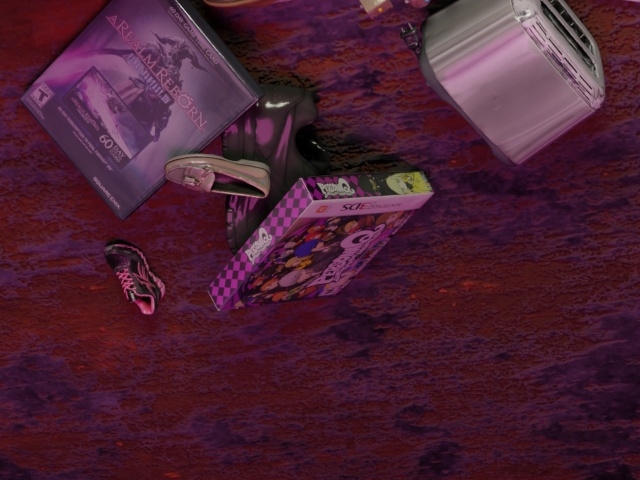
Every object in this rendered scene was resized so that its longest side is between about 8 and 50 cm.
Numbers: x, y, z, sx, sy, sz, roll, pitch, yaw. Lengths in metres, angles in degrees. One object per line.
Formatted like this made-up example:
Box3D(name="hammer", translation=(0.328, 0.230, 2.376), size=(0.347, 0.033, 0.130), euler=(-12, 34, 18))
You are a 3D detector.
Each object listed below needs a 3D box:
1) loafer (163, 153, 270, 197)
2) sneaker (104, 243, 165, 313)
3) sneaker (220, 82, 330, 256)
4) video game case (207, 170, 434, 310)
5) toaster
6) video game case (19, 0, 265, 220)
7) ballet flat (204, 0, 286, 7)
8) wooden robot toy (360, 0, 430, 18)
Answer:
Box3D(name="loafer", translation=(-0.119, -0.073, 1.644), size=(0.125, 0.039, 0.045), euler=(3, 143, -12))
Box3D(name="sneaker", translation=(-0.254, 0.055, 1.923), size=(0.047, 0.057, 0.119), euler=(-18, 129, 27))
Box3D(name="sneaker", translation=(-0.054, -0.072, 1.735), size=(0.130, 0.109, 0.286), euler=(2, 137, 1))
Box3D(name="video game case", translation=(0.000, 0.000, 1.762), size=(0.210, 0.041, 0.232), euler=(-5, 147, -43))
Box3D(name="toaster", translation=(0.210, -0.198, 1.554), size=(0.146, 0.129, 0.227), euler=(-30, 123, 28))
Box3D(name="video game case", translation=(-0.214, -0.168, 1.655), size=(0.196, 0.026, 0.274), euler=(50, 127, -3))
Box3D(name="ballet flat", translation=(-0.021, -0.294, 1.524), size=(0.232, 0.080, 0.073), euler=(-20, 145, 27))
Box3D(name="wooden robot toy", translation=(0.120, -0.290, 1.504), size=(0.173, 0.076, 0.079), euler=(-45, 163, 2))
